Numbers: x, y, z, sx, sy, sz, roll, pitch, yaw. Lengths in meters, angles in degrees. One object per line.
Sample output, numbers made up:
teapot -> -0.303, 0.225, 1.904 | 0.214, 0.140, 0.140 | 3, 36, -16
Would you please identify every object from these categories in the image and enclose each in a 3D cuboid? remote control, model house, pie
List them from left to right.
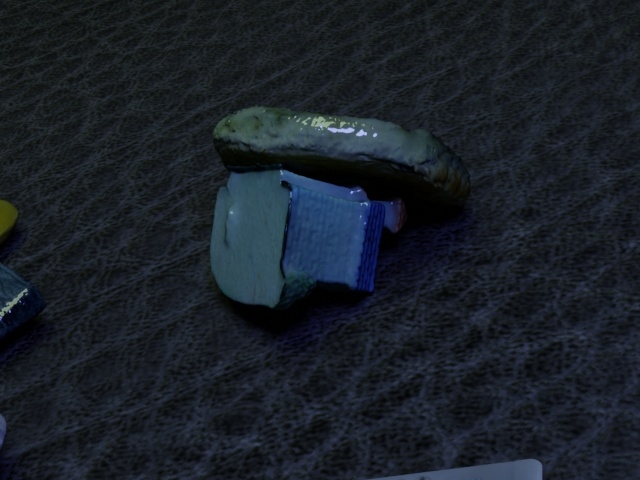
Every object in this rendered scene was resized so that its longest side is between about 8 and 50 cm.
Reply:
model house -> 0.000, 0.000, 1.170 | 0.149, 0.119, 0.148 | 4, -2, -28
pie -> 0.019, -0.069, 1.211 | 0.241, 0.054, 0.240 | 9, -7, 1
remote control -> 0.061, 0.182, 0.934 | 0.184, 0.027, 0.050 | -9, 32, 15

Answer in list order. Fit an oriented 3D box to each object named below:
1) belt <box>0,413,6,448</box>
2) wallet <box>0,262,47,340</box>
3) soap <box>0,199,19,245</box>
belt -> -0.311, 0.164, 1.002 | 0.128, 0.124, 0.201 | -25, 25, 18
wallet -> -0.424, 0.117, 1.147 | 0.191, 0.046, 0.379 | 29, 52, 30
soap -> -0.363, -0.011, 1.348 | 0.140, 0.045, 0.089 | 5, 40, 24
